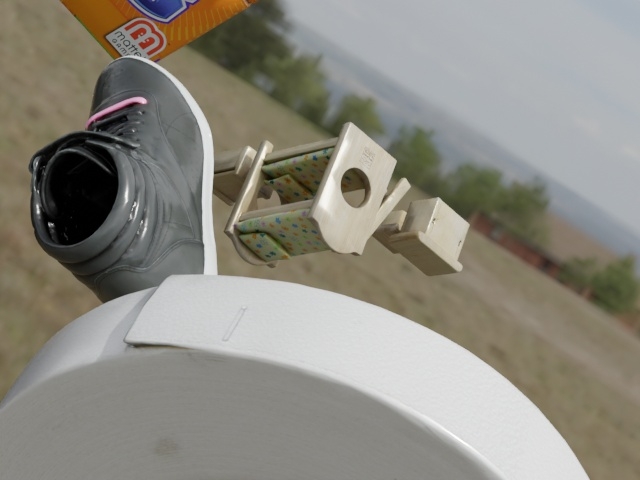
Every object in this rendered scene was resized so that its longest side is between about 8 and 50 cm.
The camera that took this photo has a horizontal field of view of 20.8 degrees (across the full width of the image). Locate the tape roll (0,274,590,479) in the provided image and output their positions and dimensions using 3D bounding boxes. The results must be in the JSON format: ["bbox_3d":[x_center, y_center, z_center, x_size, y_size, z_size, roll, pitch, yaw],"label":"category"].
[{"bbox_3d":[-0.024,0.196,1.003,0.392,0.392,0.072,32,37,-3],"label":"tape roll"}]

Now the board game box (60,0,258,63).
[{"bbox_3d":[-0.179,-0.489,2.029,0.356,0.356,0.356,48,24,-31],"label":"board game box"}]

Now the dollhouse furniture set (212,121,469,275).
[{"bbox_3d":[0.000,0.000,1.458,0.161,0.101,0.182,38,-30,-31],"label":"dollhouse furniture set"}]

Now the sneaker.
[{"bbox_3d":[-0.159,-0.067,1.359,0.147,0.104,0.296,48,22,-47],"label":"sneaker"}]
